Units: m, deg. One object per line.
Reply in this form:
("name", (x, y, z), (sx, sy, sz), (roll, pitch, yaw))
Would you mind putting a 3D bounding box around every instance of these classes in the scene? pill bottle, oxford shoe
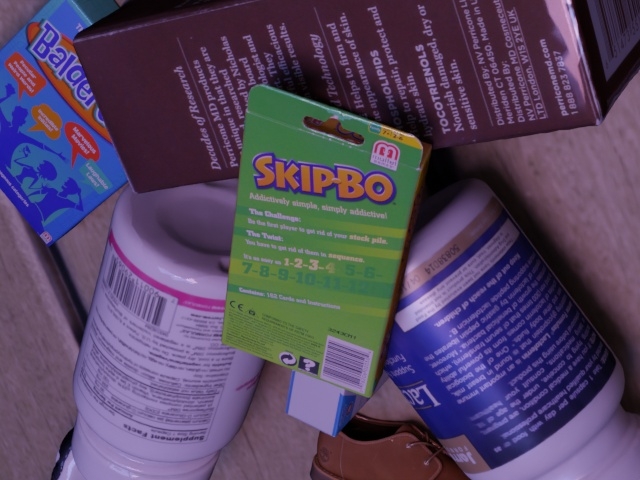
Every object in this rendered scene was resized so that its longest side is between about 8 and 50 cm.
("pill bottle", (-0.127, 0.090, 1.368), (0.160, 0.160, 0.283), (29, 127, 12))
("oxford shoe", (0.090, 0.202, 1.369), (0.212, 0.076, 0.076), (15, 112, 21))
("pill bottle", (0.141, 0.096, 1.225), (0.153, 0.153, 0.264), (-33, 97, 38))

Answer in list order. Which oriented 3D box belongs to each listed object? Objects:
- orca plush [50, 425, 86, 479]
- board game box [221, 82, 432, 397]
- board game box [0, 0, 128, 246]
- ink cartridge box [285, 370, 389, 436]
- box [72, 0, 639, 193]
("orca plush", (-0.219, 0.292, 1.605), (0.151, 0.102, 0.287), (-25, 121, -9))
("board game box", (0.000, 0.000, 1.104), (0.124, 0.039, 0.259), (20, 138, 10))
("board game box", (-0.221, -0.111, 1.379), (0.210, 0.047, 0.160), (-36, 96, 37))
("ink cartridge box", (0.026, 0.091, 1.308), (0.052, 0.122, 0.088), (24, 125, 21))
("box", (0.037, -0.149, 1.122), (0.381, 0.191, 0.143), (-5, 115, 32))
